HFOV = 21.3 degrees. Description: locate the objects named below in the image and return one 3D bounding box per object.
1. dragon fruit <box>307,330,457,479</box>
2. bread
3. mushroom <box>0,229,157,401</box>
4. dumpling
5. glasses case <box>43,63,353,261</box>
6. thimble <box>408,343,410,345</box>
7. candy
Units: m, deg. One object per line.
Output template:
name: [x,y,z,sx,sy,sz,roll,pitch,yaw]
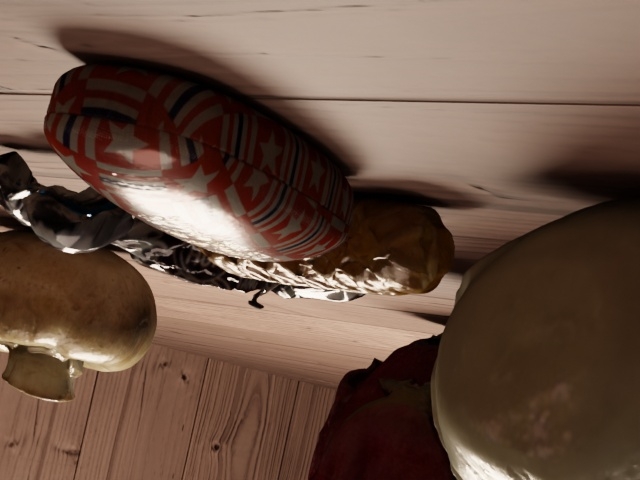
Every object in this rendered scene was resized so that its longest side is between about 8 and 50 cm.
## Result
dragon fruit: [0.127,0.203,1.032,0.329,0.329,0.329,12,173,1]
bread: [0.000,0.000,0.820,0.157,0.044,0.052,5,167,46]
mushroom: [-0.210,0.057,1.320,0.166,0.127,0.166,19,172,3]
dumpling: [0.123,0.066,0.650,0.132,0.162,0.250,17,165,-36]
glasses case: [-0.040,-0.022,0.684,0.073,0.049,0.194,9,173,22]
thimble: [0.130,0.192,1.365,0.237,0.237,0.150,15,174,-26]
candy: [-0.073,-0.002,0.932,0.226,0.051,0.094,19,-179,-32]
